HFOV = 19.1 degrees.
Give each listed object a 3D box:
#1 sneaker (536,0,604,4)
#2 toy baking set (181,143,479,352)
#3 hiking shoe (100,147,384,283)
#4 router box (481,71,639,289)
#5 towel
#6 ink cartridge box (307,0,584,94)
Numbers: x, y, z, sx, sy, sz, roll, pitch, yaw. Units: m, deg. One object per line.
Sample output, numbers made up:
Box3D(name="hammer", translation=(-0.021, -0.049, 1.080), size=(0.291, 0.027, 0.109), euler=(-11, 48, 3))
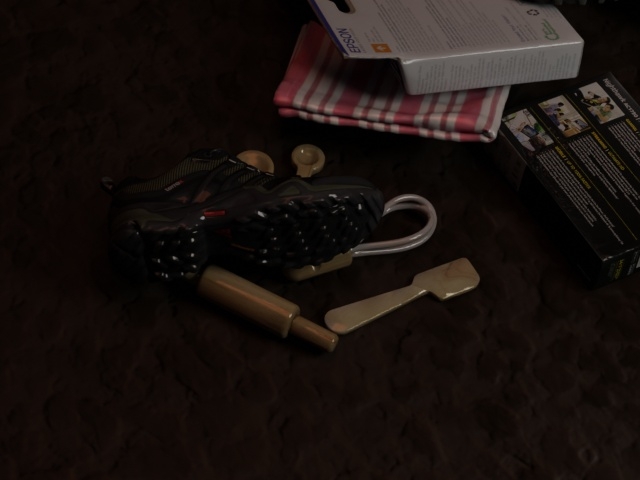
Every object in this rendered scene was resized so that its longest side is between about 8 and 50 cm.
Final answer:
Box3D(name="sneaker", translation=(0.177, -0.275, 1.701), size=(0.237, 0.086, 0.085), euler=(24, 36, 21))
Box3D(name="toy baking set", translation=(-0.005, 0.004, 1.579), size=(0.256, 0.030, 0.197), euler=(29, 54, 15))
Box3D(name="hiking shoe", translation=(-0.064, -0.038, 1.536), size=(0.226, 0.086, 0.114), euler=(-6, 48, -11))
Box3D(name="router box", translation=(0.243, -0.055, 1.648), size=(0.133, 0.046, 0.179), euler=(-21, 57, -21))
Box3D(name="towel", translation=(0.066, -0.139, 1.662), size=(0.197, 0.029, 0.144), euler=(8, 34, 7))
Box3D(name="ink cartridge box", translation=(0.090, -0.205, 1.702), size=(0.224, 0.045, 0.223), euler=(-5, 36, -17))
